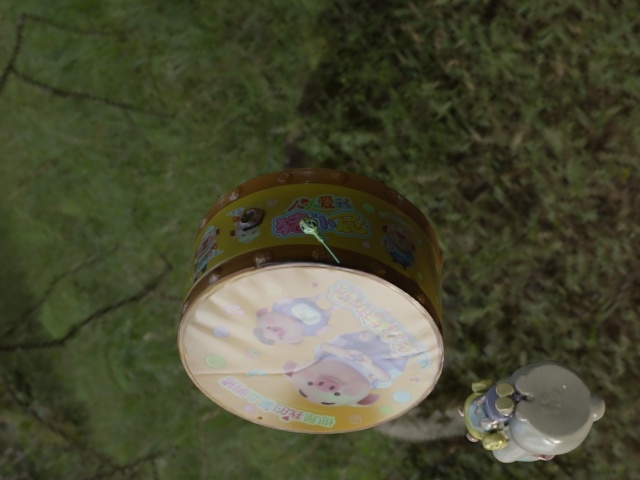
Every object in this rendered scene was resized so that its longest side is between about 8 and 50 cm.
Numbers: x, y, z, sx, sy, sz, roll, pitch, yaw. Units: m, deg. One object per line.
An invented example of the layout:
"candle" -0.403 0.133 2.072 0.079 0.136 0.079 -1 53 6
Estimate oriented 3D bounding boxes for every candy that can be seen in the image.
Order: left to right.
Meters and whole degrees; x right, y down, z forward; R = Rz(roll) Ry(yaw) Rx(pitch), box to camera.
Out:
"candy" 0.000 0.000 1.780 0.083 0.023 0.025 52 171 15

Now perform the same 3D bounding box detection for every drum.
"drum" -0.011 0.100 2.011 0.431 0.214 0.431 3 135 3

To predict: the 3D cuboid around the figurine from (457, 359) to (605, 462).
"figurine" 0.272 0.249 1.739 0.235 0.155 0.127 119 142 -65
